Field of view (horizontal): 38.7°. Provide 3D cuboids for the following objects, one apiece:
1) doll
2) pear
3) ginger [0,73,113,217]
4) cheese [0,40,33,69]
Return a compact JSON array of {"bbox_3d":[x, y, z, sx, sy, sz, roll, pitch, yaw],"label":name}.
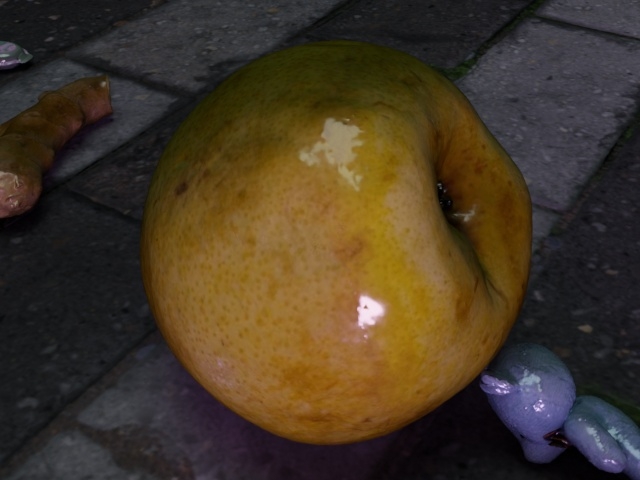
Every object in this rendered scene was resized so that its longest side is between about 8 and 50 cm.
[{"bbox_3d":[0.194,0.149,0.689,0.179,0.075,0.120,42,11,18],"label":"doll"},{"bbox_3d":[0.000,0.000,0.700,0.303,0.304,0.304,0,36,0],"label":"pear"},{"bbox_3d":[-0.317,-0.112,1.034,0.117,0.065,0.299,14,35,11],"label":"ginger"},{"bbox_3d":[-0.458,-0.258,1.261,0.120,0.026,0.067,7,36,9],"label":"cheese"}]
